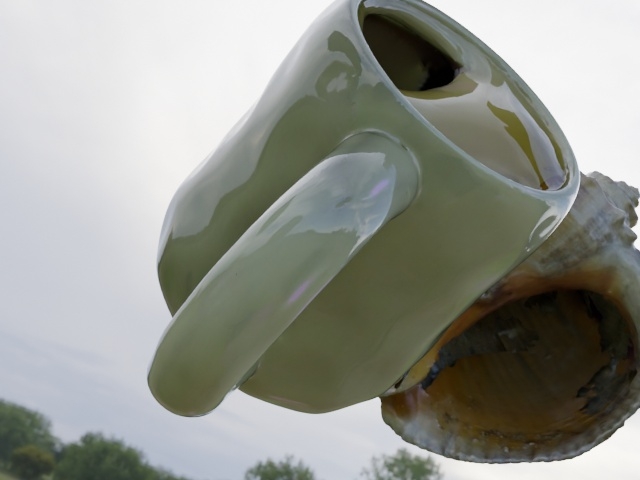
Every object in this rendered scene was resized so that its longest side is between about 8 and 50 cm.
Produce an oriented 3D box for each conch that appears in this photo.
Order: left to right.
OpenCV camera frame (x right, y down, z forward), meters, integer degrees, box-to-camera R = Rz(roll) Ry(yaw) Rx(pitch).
[{"bbox_3d":[0.222,0.084,1.051,0.297,0.352,0.210,50,15,25],"label":"conch"}]

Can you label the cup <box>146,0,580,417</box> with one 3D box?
[{"bbox_3d":[0.016,0.009,0.526,0.173,0.255,0.202,31,-58,-18],"label":"cup"}]
